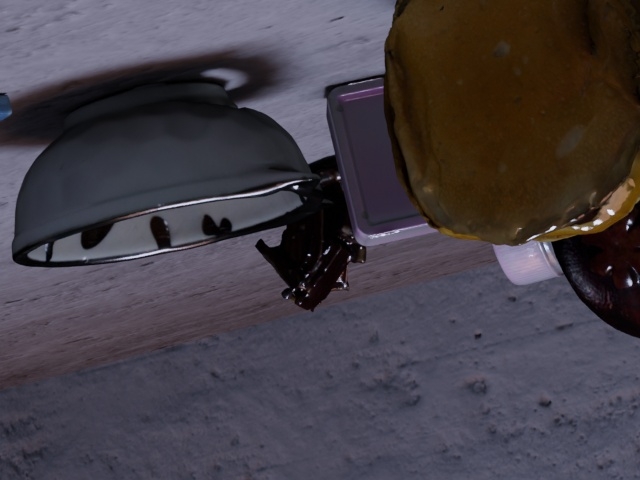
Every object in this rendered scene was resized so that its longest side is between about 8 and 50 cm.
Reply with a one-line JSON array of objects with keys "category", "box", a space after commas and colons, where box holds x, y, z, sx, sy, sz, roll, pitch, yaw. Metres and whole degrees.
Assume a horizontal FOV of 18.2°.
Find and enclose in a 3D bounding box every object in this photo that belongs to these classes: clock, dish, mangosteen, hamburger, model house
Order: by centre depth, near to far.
[{"category": "hamburger", "box": [0.160, -0.108, 1.510, 0.244, 0.244, 0.163, -17, 172, 29]}, {"category": "dish", "box": [-0.137, -0.063, 1.731, 0.303, 0.120, 0.303, -13, 173, -2]}, {"category": "clock", "box": [0.114, -0.087, 1.873, 0.197, 0.150, 0.063, -12, 170, -5]}, {"category": "mangosteen", "box": [0.423, -0.042, 2.245, 0.307, 0.307, 0.347, -20, -178, 45]}, {"category": "model house", "box": [0.010, -0.001, 2.342, 0.141, 0.164, 0.203, -9, 176, 15]}]

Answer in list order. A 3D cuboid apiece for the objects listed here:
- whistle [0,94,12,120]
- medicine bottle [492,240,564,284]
[{"category": "whistle", "box": [-0.306, -0.067, 1.545, 0.090, 0.090, 0.158, -19, 170, 41]}, {"category": "medicine bottle", "box": [0.367, -0.043, 2.630, 0.273, 0.165, 0.165, -15, 173, 22]}]
